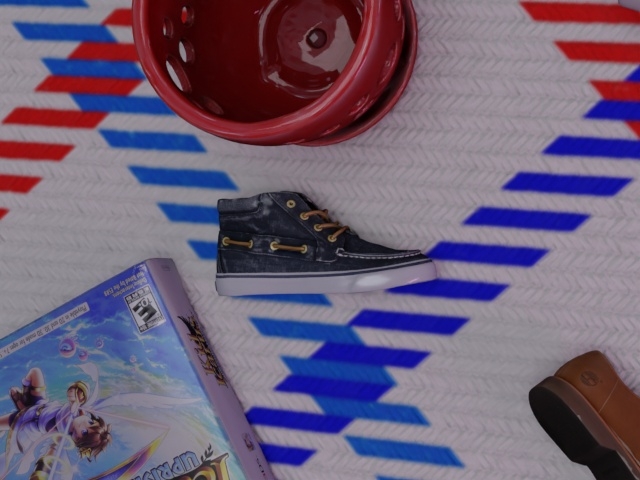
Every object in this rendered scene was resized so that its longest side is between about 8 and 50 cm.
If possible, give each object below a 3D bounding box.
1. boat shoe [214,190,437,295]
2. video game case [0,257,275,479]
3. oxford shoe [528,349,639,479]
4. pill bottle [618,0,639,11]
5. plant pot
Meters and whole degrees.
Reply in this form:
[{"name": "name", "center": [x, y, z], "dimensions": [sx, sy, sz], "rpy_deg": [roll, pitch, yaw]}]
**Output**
[{"name": "boat shoe", "center": [0.000, 0.000, 1.166], "dimensions": [0.183, 0.065, 0.083], "rpy_deg": [-3, 90, 18]}, {"name": "video game case", "center": [-0.193, 0.183, 1.227], "dimensions": [0.269, 0.061, 0.244], "rpy_deg": [-29, 83, 15]}, {"name": "oxford shoe", "center": [0.248, 0.173, 1.092], "dimensions": [0.076, 0.076, 0.212], "rpy_deg": [-35, 90, -26]}, {"name": "pill bottle", "center": [0.333, -0.186, 1.031], "dimensions": [0.229, 0.131, 0.131], "rpy_deg": [17, 95, 16]}, {"name": "plant pot", "center": [-0.024, -0.165, 1.117], "dimensions": [0.191, 0.174, 0.191], "rpy_deg": [0, 91, 17]}]
